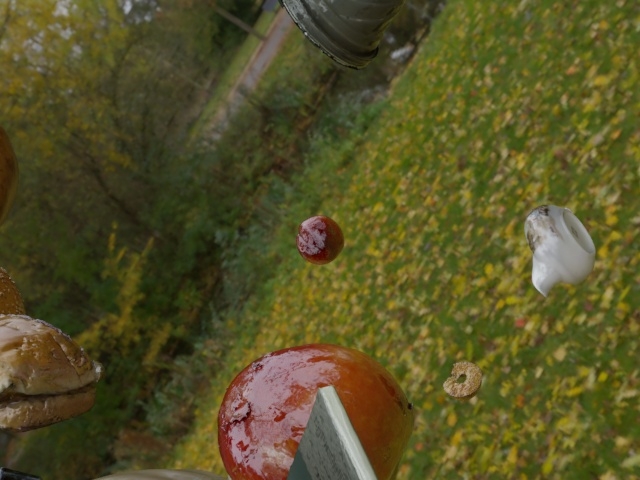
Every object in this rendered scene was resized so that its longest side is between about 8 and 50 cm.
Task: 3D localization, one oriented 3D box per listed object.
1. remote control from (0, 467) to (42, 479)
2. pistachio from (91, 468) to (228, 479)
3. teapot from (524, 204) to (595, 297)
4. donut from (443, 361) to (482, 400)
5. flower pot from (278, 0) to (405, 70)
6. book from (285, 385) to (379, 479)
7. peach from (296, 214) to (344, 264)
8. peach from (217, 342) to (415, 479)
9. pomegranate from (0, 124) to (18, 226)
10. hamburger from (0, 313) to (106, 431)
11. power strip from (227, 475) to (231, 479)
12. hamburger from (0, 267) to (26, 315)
[{"bbox_3d":[-0.607,0.488,1.730,0.014,0.096,0.039,-28,47,40],"label":"remote control"},{"bbox_3d":[-0.239,0.419,0.970,0.365,0.445,0.282,-9,94,51],"label":"pistachio"},{"bbox_3d":[0.560,0.009,2.037,0.139,0.204,0.298,-40,17,30],"label":"teapot"},{"bbox_3d":[0.376,0.371,2.223,0.097,0.043,0.108,22,65,38],"label":"donut"},{"bbox_3d":[0.047,-0.404,1.371,0.140,0.235,0.235,-37,23,30],"label":"flower pot"},{"bbox_3d":[0.029,0.393,1.182,0.379,0.031,0.264,105,144,-53],"label":"book"},{"bbox_3d":[0.001,-0.001,1.692,0.101,0.100,0.101,-55,13,20],"label":"peach"},{"bbox_3d":[-0.014,0.355,1.615,0.370,0.370,0.370,-55,13,20],"label":"peach"},{"bbox_3d":[-0.491,-0.072,1.022,0.248,0.248,0.248,-55,13,20],"label":"pomegranate"},{"bbox_3d":[-0.277,0.108,0.701,0.102,0.176,0.087,-10,-73,-74],"label":"hamburger"},{"bbox_3d":[-0.146,0.509,1.715,0.169,0.076,0.028,-147,65,-78],"label":"power strip"},{"bbox_3d":[-0.682,0.119,1.614,0.151,0.227,0.295,-39,-16,2],"label":"hamburger"}]
